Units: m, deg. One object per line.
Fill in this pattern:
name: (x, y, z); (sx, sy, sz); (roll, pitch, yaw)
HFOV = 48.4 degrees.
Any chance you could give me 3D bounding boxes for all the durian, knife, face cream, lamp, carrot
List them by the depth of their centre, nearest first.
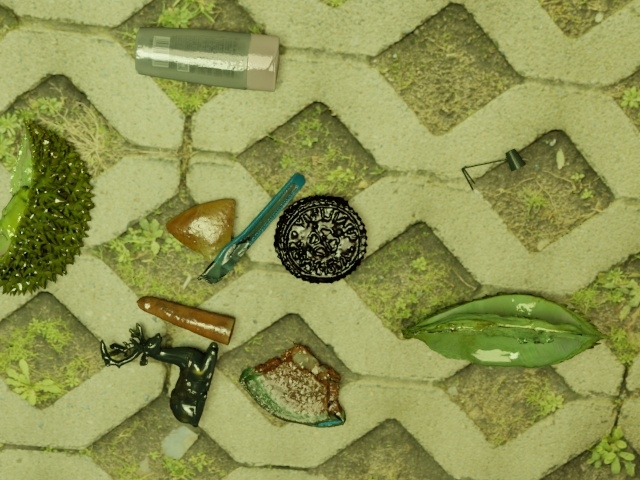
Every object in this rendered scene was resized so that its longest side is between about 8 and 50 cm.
face cream: (-0.214, -0.348, 1.362); (0.270, 0.073, 0.107); (4, 106, -3)
durian: (-0.562, -0.041, 1.410); (0.170, 0.157, 0.355); (29, 100, 28)
knife: (-0.134, -0.023, 1.429); (0.044, 0.026, 0.296); (42, 86, -22)
durian: (0.358, 0.199, 1.434); (0.395, 0.198, 0.163); (4, 102, -1)
lamp: (0.352, -0.151, 1.449); (0.121, 0.041, 0.054); (-27, 93, 0)
carrot: (-0.281, 0.157, 1.472); (0.210, 0.061, 0.061); (18, 100, -2)

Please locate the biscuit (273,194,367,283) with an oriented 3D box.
biscuit: (0.000, 0.000, 1.450); (0.195, 0.053, 0.194); (-1, 102, -3)

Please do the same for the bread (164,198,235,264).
bread: (-0.215, -0.029, 1.438); (0.154, 0.054, 0.136); (39, 94, -12)

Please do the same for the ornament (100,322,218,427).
ornament: (-0.344, 0.274, 1.476); (0.236, 0.080, 0.202); (15, 110, -6)

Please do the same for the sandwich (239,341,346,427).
sandwich: (-0.041, 0.321, 1.499); (0.235, 0.079, 0.159); (42, 97, -9)
